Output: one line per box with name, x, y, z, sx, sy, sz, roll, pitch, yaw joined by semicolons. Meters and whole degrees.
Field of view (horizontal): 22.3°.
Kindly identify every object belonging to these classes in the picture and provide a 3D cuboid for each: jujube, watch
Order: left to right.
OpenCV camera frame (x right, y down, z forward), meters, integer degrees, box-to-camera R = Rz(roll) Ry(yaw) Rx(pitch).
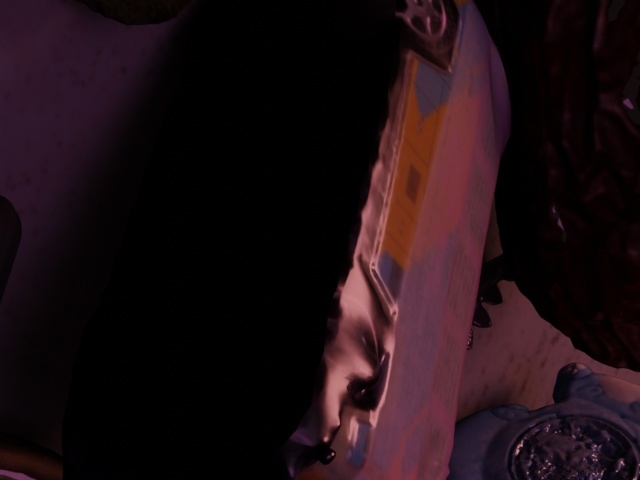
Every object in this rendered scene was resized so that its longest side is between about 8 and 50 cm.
watch;0.187;0.217;1.157;0.211;0.211;0.193;-35;137;-31
jujube;0.201;-0.094;1.031;0.216;0.216;0.342;-29;118;-33

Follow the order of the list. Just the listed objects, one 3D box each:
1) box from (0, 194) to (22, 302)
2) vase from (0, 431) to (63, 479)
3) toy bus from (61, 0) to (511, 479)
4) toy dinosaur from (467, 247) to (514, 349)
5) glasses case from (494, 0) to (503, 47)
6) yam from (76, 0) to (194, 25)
box;-0.251;0.070;0.791;0.050;0.160;0.230;54;52;-79
vase;-0.170;0.260;0.853;0.302;0.241;0.329;-10;73;-25
toy bus;0.000;0.000;0.920;0.162;0.171;0.386;51;42;-42
toy dinosaur;0.094;0.037;1.129;0.209;0.039;0.082;-23;112;-27
glasses case;0.265;-0.215;1.208;0.354;0.085;0.137;-31;119;-31
yam;-0.051;-0.249;0.905;0.254;0.154;0.154;-50;123;-21
